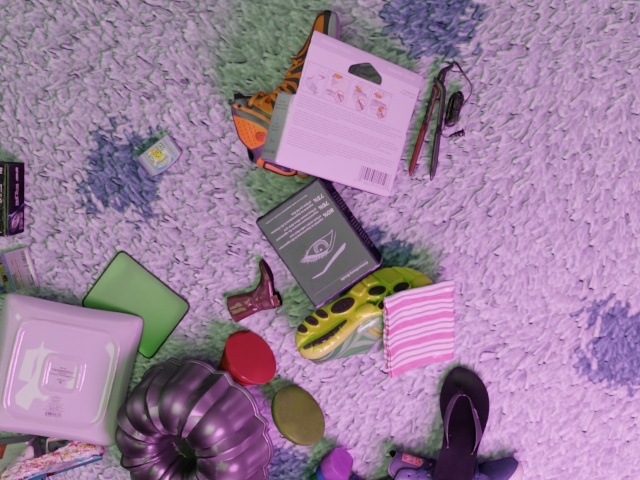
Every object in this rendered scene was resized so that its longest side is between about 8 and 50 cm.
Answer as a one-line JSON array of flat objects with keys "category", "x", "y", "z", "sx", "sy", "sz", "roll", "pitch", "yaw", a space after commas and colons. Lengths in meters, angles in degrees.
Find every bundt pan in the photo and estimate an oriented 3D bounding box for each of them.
[{"category": "bundt pan", "x": -0.263, "y": 0.402, "z": 1.858, "sx": 0.330, "sy": 0.124, "sz": 0.331, "roll": 9, "pitch": 112, "yaw": 21}]

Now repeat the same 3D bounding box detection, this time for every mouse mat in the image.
[{"category": "mouse mat", "x": -0.378, "y": 0.132, "z": 1.949, "sx": 0.189, "sy": 0.007, "sz": 0.153, "roll": 39, "pitch": 101, "yaw": 2}]

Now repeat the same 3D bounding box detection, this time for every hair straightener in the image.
[{"category": "hair straightener", "x": 0.237, "y": -0.223, "z": 1.805, "sx": 0.089, "sy": 0.047, "sz": 0.230, "roll": 15, "pitch": 95, "yaw": 5}]

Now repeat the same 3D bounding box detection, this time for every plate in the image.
[{"category": "plate", "x": -0.515, "y": 0.265, "z": 1.900, "sx": 0.277, "sy": 0.045, "sz": 0.278, "roll": 12, "pitch": 93, "yaw": -16}]

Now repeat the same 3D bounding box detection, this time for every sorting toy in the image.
[{"category": "sorting toy", "x": -0.091, "y": 0.354, "z": 1.905, "sx": 0.365, "sy": 0.127, "sz": 0.126, "roll": 50, "pitch": 124, "yaw": 1}]

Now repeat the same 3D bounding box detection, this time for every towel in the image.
[{"category": "towel", "x": 0.190, "y": 0.167, "z": 1.800, "sx": 0.144, "sy": 0.029, "sz": 0.197, "roll": -15, "pitch": 127, "yaw": -14}]

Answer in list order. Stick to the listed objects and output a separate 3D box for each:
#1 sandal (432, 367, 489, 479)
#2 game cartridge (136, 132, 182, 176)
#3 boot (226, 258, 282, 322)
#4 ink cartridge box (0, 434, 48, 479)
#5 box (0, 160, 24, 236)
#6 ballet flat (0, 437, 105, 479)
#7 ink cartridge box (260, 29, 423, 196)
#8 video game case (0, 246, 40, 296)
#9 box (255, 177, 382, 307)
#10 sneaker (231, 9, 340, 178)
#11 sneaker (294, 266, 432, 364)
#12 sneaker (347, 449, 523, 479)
[{"category": "sandal", "x": 0.270, "y": 0.362, "z": 1.812, "sx": 0.097, "sy": 0.054, "sz": 0.255, "roll": 5, "pitch": 64, "yaw": 9}, {"category": "game cartridge", "x": -0.318, "y": -0.167, "z": 1.895, "sx": 0.083, "sy": 0.017, "sz": 0.056, "roll": -37, "pitch": 95, "yaw": 11}, {"category": "boot", "x": -0.145, "y": 0.101, "z": 1.901, "sx": 0.114, "sy": 0.037, "sz": 0.106, "roll": -18, "pitch": 93, "yaw": 14}, {"category": "ink cartridge box", "x": -0.635, "y": 0.484, "z": 2.004, "sx": 0.099, "sy": 0.056, "sz": 0.135, "roll": -9, "pitch": 96, "yaw": 8}, {"category": "box", "x": -0.697, "y": -0.089, "z": 1.924, "sx": 0.180, "sy": 0.077, "sz": 0.147, "roll": 5, "pitch": 98, "yaw": 7}, {"category": "ballet flat", "x": -0.562, "y": 0.447, "z": 1.947, "sx": 0.241, "sy": 0.091, "sz": 0.077, "roll": -15, "pitch": 73, "yaw": -26}, {"category": "ink cartridge box", "x": 0.043, "y": -0.225, "z": 1.735, "sx": 0.275, "sy": 0.060, "sz": 0.239, "roll": 14, "pitch": 92, "yaw": -37}, {"category": "video game case", "x": -0.649, "y": 0.069, "z": 1.973, "sx": 0.122, "sy": 0.011, "sz": 0.087, "roll": -15, "pitch": 96, "yaw": 9}, {"category": "box", "x": 0.000, "y": 0.000, "z": 1.828, "sx": 0.153, "sy": 0.108, "sz": 0.207, "roll": -34, "pitch": 93, "yaw": 10}, {"category": "sneaker", "x": -0.071, "y": -0.285, "z": 1.791, "sx": 0.180, "sy": 0.124, "sz": 0.321, "roll": 14, "pitch": 99, "yaw": 4}, {"category": "sneaker", "x": 0.087, "y": 0.146, "z": 1.846, "sx": 0.295, "sy": 0.123, "sz": 0.109, "roll": -25, "pitch": 63, "yaw": -5}, {"category": "sneaker", "x": 0.213, "y": 0.464, "z": 1.853, "sx": 0.350, "sy": 0.131, "sz": 0.148, "roll": -22, "pitch": 94, "yaw": 8}]
